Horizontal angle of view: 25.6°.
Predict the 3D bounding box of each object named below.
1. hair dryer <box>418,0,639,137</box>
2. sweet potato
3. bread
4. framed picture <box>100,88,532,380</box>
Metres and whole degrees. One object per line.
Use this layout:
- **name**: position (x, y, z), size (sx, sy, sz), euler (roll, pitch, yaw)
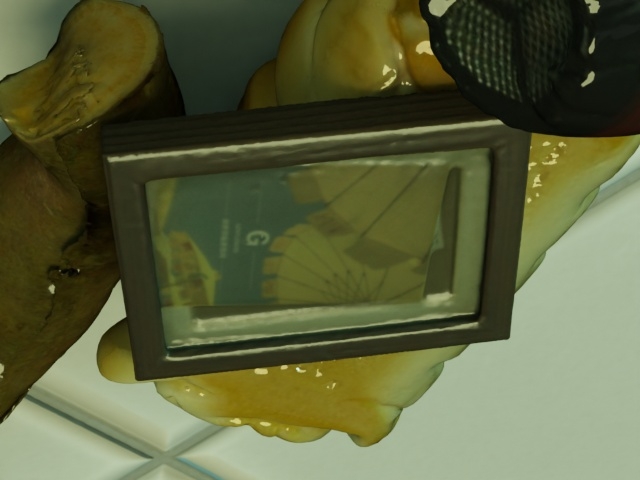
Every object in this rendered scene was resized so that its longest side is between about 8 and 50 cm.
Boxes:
- **hair dryer**: position (0.133, -0.227, 0.477), size (0.312, 0.123, 0.340), euler (-36, 122, -33)
- **sweet potato**: position (-0.137, 0.001, 0.659), size (0.286, 0.085, 0.112), euler (-50, 170, 37)
- **bread**: position (0.031, -0.027, 0.667), size (0.172, 0.121, 0.311), euler (21, 127, -26)
- **framed picture**: position (0.000, 0.000, 0.587), size (0.168, 0.023, 0.128), euler (-6, 131, -5)
